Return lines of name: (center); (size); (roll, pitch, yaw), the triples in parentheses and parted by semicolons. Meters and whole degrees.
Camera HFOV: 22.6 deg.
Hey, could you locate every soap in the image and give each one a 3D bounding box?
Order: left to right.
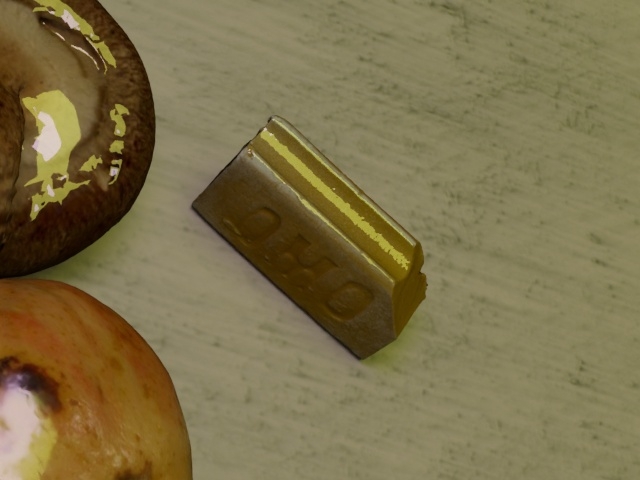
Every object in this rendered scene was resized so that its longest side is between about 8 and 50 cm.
soap: (0.000, 0.000, 1.528); (0.232, 0.140, 0.073); (42, 59, -6)

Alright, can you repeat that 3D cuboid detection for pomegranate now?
pomegranate: (-0.268, 0.192, 1.202); (0.342, 0.342, 0.342); (11, 63, -24)

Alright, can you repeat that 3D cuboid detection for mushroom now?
mushroom: (-0.323, -0.115, 1.376); (0.345, 0.239, 0.345); (31, 46, -37)
